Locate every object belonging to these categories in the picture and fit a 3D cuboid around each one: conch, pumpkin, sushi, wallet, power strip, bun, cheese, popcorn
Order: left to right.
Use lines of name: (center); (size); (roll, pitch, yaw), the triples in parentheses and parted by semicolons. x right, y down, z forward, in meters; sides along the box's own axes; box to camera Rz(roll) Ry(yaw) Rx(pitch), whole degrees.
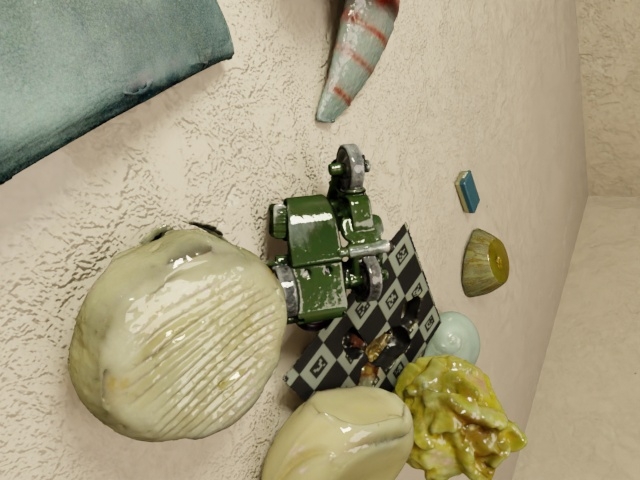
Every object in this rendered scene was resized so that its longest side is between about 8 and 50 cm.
wallet: (-0.208, -0.202, 0.397); (0.379, 0.046, 0.190); (-59, 138, -47)
bun: (-0.154, 0.095, 0.501); (0.239, 0.141, 0.239); (-16, 112, -45)
cheese: (0.034, 0.360, 0.752); (0.266, 0.127, 0.233); (10, 110, -40)
sushi: (0.090, 0.189, 0.875); (0.343, 0.064, 0.359); (-50, 137, -20)
popcorn: (0.249, 0.341, 0.884); (0.212, 0.259, 0.259); (52, 55, -28)
conch: (0.338, 0.294, 1.186); (0.185, 0.121, 0.221); (-21, 120, -16)
power strip: (0.409, -0.135, 1.257); (0.056, 0.032, 0.123); (-59, 135, -28)
pumpkin: (0.509, 0.072, 1.364); (0.217, 0.110, 0.217); (-6, 99, -45)

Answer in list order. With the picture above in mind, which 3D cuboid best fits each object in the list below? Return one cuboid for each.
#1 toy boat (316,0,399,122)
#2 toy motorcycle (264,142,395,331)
toy boat: (0.060, -0.327, 0.763); (0.206, 0.096, 0.282); (5, 100, -62)
toy motorcycle: (0.000, 0.000, 0.686); (0.205, 0.127, 0.275); (-8, 86, -14)
